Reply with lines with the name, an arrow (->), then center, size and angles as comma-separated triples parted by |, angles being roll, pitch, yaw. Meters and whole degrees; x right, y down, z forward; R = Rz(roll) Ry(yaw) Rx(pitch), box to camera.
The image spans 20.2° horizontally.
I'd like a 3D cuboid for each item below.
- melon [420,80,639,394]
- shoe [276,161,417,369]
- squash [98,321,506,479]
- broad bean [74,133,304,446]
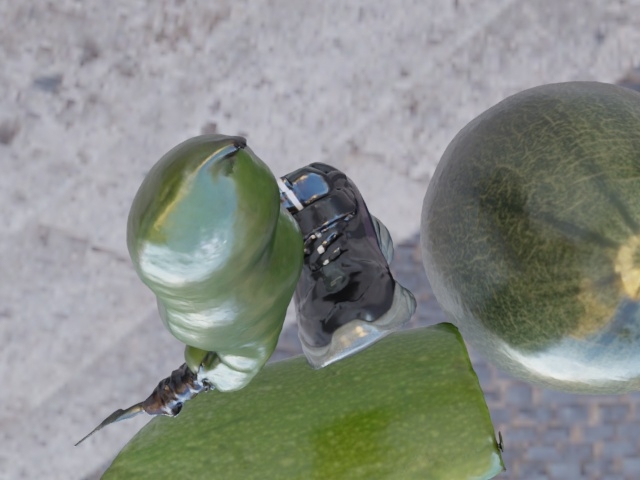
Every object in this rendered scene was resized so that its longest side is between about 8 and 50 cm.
melon -> 0.200, -0.002, 1.366 | 0.237, 0.301, 0.238 | -2, 99, -12
shoe -> 0.000, 0.000, 1.022 | 0.071, 0.169, 0.099 | -26, 115, 8
squash -> -0.028, 0.138, 1.226 | 0.288, 0.203, 0.111 | -17, 94, -1
broad bean -> -0.051, 0.028, 0.792 | 0.098, 0.056, 0.318 | -33, 165, -22
